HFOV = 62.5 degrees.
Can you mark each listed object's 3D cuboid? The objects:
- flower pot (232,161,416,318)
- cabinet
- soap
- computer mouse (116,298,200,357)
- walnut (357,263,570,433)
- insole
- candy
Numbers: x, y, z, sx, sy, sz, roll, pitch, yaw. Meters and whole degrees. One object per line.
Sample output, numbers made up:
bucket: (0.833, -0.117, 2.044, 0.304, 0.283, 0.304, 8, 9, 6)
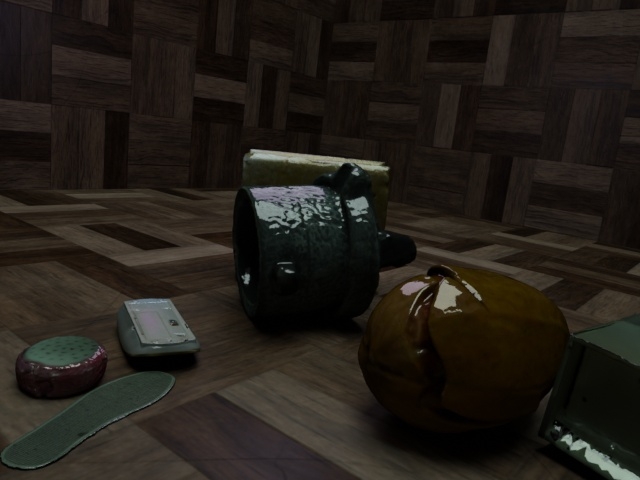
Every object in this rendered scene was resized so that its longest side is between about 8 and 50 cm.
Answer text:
flower pot: (0.000, 0.000, 0.965, 0.283, 0.298, 0.299, -2, 14, -20)
cabinet: (0.386, 0.188, 0.608, 0.206, 0.150, 0.145, -3, 20, -37)
soap: (-0.016, -0.046, 1.196, 0.336, 0.293, 0.156, 7, 14, -1)
computer mouse: (-0.245, 0.134, 0.787, 0.102, 0.044, 0.199, 1, 12, -30)
walnut: (0.201, 0.135, 0.672, 0.337, 0.208, 0.209, 8, 9, -36)
insole: (-0.252, 0.192, 0.598, 0.080, 0.003, 0.232, 11, 12, 20)
candy: (-0.319, 0.154, 0.653, 0.103, 0.043, 0.103, 5, 14, -1)
